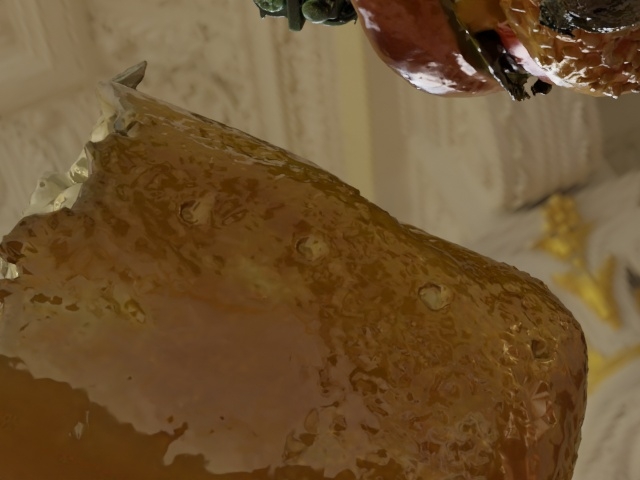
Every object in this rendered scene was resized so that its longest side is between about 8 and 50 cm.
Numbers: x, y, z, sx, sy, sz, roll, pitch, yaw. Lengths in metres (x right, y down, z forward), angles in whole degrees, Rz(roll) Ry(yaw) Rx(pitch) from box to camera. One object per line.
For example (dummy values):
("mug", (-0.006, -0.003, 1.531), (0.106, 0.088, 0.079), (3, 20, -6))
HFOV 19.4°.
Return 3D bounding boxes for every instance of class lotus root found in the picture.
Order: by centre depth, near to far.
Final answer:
("lotus root", (0.138, -0.126, 0.831), (0.099, 0.049, 0.054), (-38, -73, 10))

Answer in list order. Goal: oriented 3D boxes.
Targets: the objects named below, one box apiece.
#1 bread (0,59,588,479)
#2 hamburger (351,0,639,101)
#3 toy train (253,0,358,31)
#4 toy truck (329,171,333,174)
("bread", (-0.035, 0.079, 1.141), (0.394, 0.361, 0.250), (20, -38, 6))
("hamburger", (0.175, -0.265, 1.441), (0.250, 0.330, 0.330), (-2, -30, 30))
("toy train", (-0.008, -0.249, 1.669), (0.111, 0.170, 0.071), (5, -51, 12))
("toy truck", (0.000, 0.000, 1.466), (0.079, 0.147, 0.065), (-23, -48, -29))
